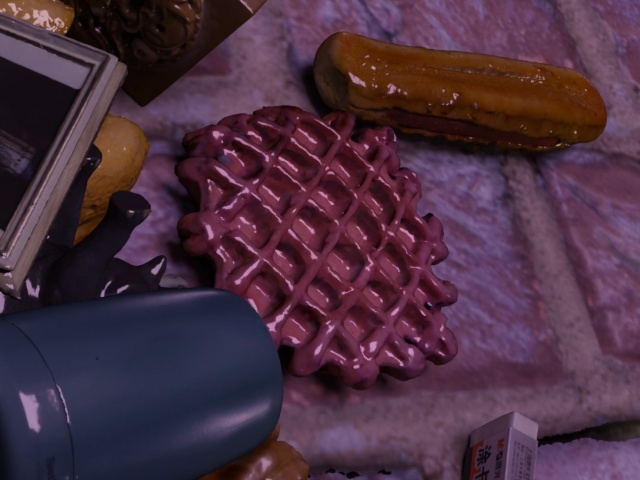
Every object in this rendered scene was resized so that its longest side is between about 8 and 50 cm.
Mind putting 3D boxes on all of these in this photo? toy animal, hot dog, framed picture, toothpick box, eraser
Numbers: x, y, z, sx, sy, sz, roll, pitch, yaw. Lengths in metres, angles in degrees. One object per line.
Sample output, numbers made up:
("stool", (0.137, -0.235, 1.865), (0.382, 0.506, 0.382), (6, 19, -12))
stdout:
("toy animal", (-0.147, 0.019, 0.944), (0.270, 0.137, 0.082), (-1, 31, -43))
("hot dog", (0.113, -0.117, 1.285), (0.286, 0.061, 0.087), (9, 57, -35))
("framed picture", (-0.268, -0.093, 0.879), (0.293, 0.018, 0.231), (21, 37, -6))
("toothpick box", (-0.114, 0.087, 0.871), (0.184, 0.120, 0.120), (-13, 74, -38))
("eraser", (0.123, 0.183, 1.123), (0.029, 0.052, 0.122), (30, 50, -24))

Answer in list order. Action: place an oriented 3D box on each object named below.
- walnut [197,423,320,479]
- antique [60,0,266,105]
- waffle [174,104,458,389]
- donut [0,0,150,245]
("walnut", (-0.066, 0.176, 0.958), (0.143, 0.069, 0.170), (53, 41, 5))
("antique", (-0.111, -0.199, 1.087), (0.152, 0.147, 0.148), (44, 48, -12))
("waffle", (0.000, 0.000, 1.126), (0.234, 0.055, 0.221), (4, 63, -38))
("donut", (-0.190, -0.083, 1.003), (0.146, 0.078, 0.181), (-12, 72, -46))
